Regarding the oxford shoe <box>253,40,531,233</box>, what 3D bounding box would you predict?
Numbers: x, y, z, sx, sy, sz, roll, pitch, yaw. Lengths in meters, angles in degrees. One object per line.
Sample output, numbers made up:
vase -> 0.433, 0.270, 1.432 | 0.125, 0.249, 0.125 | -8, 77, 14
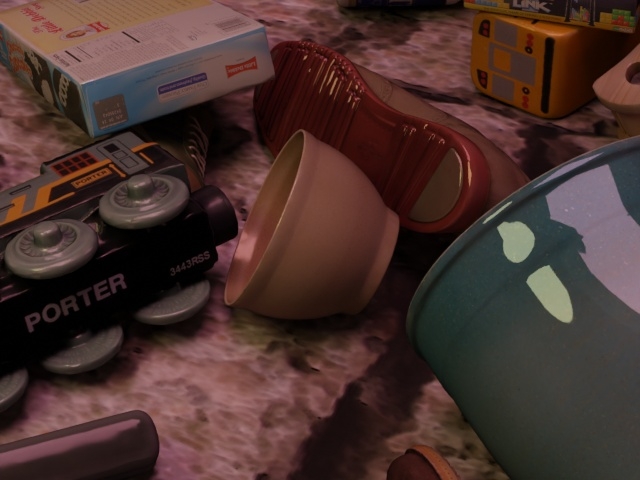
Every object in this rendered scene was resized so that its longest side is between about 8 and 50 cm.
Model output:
oxford shoe -> 0.061, -0.089, 1.382 | 0.130, 0.123, 0.348 | 10, 21, -42

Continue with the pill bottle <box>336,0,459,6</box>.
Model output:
pill bottle -> 0.109, -0.313, 1.599 | 0.186, 0.112, 0.112 | -2, 42, 1

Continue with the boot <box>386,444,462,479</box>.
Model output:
boot -> 0.012, 0.251, 0.994 | 0.207, 0.090, 0.248 | -6, 46, -7

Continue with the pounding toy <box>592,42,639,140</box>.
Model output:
pounding toy -> 0.369, -0.137, 1.417 | 0.154, 0.155, 0.269 | -10, 42, 32

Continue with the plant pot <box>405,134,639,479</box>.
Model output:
plant pot -> 0.239, 0.106, 1.037 | 0.271, 0.272, 0.255 | -19, 59, -18

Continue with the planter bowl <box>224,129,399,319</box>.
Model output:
planter bowl -> 0.000, 0.000, 1.241 | 0.109, 0.162, 0.162 | 23, 41, -11

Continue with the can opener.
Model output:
can opener -> -0.254, 0.200, 1.092 | 0.280, 0.074, 0.093 | -18, 79, -15

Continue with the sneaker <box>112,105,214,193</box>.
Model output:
sneaker -> -0.137, -0.099, 1.406 | 0.086, 0.064, 0.192 | -26, 44, -17

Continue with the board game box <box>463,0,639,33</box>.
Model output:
board game box -> 0.241, -0.272, 1.437 | 0.170, 0.048, 0.141 | 11, 43, 17

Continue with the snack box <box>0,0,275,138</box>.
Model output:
snack box -> -0.198, -0.196, 1.454 | 0.187, 0.060, 0.322 | -20, 28, -20

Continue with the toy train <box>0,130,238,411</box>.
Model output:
toy train -> -0.239, 0.023, 1.236 | 0.334, 0.142, 0.190 | -26, 35, -22

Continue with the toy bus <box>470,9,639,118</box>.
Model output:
toy bus -> 0.302, -0.258, 1.536 | 0.130, 0.108, 0.332 | 25, 49, 29
